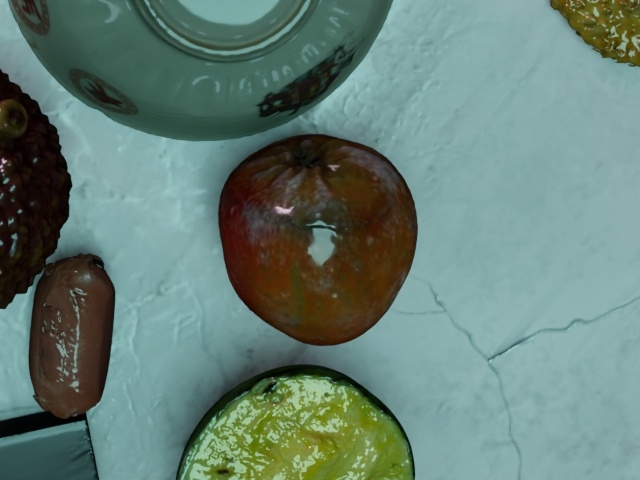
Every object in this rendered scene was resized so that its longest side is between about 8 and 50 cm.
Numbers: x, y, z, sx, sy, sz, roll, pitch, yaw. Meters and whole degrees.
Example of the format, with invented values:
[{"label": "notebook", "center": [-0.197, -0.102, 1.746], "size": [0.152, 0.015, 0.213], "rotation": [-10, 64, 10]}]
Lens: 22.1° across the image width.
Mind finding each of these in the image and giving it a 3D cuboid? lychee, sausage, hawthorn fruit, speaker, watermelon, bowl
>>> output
[{"label": "lychee", "center": [-0.318, -0.038, 1.245], "size": [0.271, 0.236, 0.236], "rotation": [-27, 112, 26]}, {"label": "sausage", "center": [-0.209, 0.078, 1.374], "size": [0.076, 0.076, 0.141], "rotation": [4, 106, -13]}, {"label": "hawthorn fruit", "center": [0.000, 0.000, 1.350], "size": [0.173, 0.173, 0.173], "rotation": [-3, 106, -11]}, {"label": "speaker", "center": [-0.303, 0.203, 1.407], "size": [0.218, 0.044, 0.082], "rotation": [-12, 108, -8]}, {"label": "watermelon", "center": [-0.030, 0.210, 1.419], "size": [0.204, 0.127, 0.232], "rotation": [20, 99, -16]}, {"label": "bowl", "center": [-0.081, -0.224, 1.271], "size": [0.337, 0.157, 0.337], "rotation": [-3, 107, -10]}]

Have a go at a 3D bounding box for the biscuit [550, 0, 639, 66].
[{"label": "biscuit", "center": [0.307, -0.267, 1.400], "size": [0.254, 0.035, 0.254], "rotation": [-3, 106, -10]}]
